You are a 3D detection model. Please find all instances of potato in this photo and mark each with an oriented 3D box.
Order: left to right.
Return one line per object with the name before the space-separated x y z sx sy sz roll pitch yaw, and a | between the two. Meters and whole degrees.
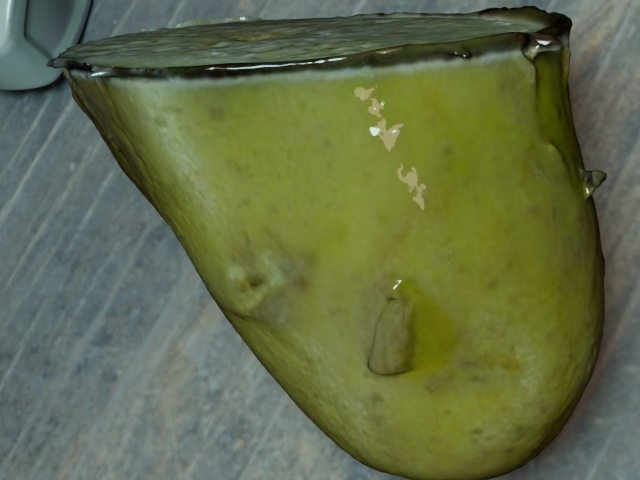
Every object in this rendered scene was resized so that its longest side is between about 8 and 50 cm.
potato | 0.000 0.000 0.771 0.397 0.290 0.296 4 107 35

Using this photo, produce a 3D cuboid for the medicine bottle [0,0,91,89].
medicine bottle | -0.361 -0.234 0.976 0.324 0.124 0.179 9 79 16
